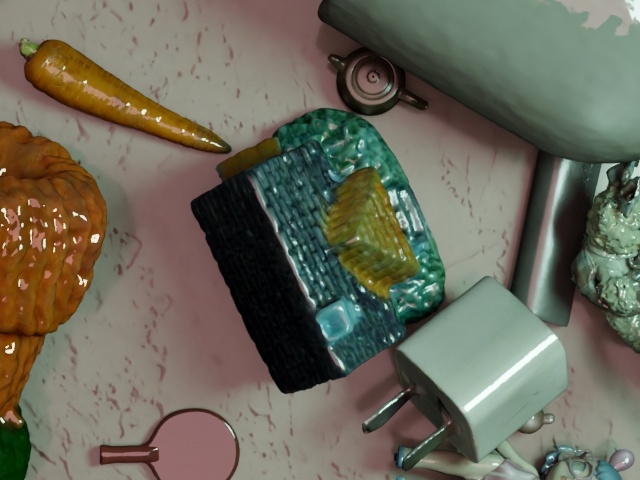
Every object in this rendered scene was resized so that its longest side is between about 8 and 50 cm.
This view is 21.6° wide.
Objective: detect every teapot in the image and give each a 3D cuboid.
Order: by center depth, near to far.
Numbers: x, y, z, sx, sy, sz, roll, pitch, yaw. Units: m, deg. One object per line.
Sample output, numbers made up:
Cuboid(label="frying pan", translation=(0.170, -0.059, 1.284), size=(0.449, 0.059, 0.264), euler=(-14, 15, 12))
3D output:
Cuboid(label="teapot", translation=(0.062, -0.171, 1.822), size=(0.121, 0.068, 0.076), euler=(28, 90, -1))

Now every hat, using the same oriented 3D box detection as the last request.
Cuboid(label="hat", translation=(-0.380, 0.075, 1.774), size=(0.285, 0.285, 0.400), euler=(12, 117, -1))

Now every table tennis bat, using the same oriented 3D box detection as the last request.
Cuboid(label="table tennis bat", translation=(-0.166, 0.234, 1.850), size=(0.154, 0.019, 0.098), euler=(-1, 91, -3))

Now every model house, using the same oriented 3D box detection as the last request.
Cuboid(label="model house", translation=(0.000, 0.000, 1.741), size=(0.226, 0.241, 0.261), euler=(-27, 91, 2))

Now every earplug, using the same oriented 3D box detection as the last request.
Cuboid(label="earplug", translation=(0.239, -0.260, 1.710), size=(0.394, 0.312, 0.313), euler=(31, 90, -4))

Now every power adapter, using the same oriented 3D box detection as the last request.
Cuboid(label="power adapter", translation=(0.141, 0.157, 1.765), size=(0.205, 0.125, 0.130), euler=(-36, 58, -13))

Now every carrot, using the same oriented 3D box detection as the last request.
Cuboid(label="carrot", translation=(-0.216, -0.148, 1.833), size=(0.256, 0.061, 0.061), euler=(28, 90, -10))

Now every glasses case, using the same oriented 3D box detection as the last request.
Cuboid(label="glasses case", translation=(0.258, -0.005, 1.843), size=(0.072, 0.042, 0.191), euler=(11, 90, -9))

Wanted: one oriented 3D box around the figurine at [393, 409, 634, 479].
Cuboid(label="figurine", translation=(0.208, 0.252, 1.826), size=(0.260, 0.103, 0.205), euler=(6, 55, 1))

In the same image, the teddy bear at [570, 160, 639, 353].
Cuboid(label="teddy bear", translation=(0.317, 0.014, 1.792), size=(0.111, 0.133, 0.213), euler=(-6, 125, 28))
